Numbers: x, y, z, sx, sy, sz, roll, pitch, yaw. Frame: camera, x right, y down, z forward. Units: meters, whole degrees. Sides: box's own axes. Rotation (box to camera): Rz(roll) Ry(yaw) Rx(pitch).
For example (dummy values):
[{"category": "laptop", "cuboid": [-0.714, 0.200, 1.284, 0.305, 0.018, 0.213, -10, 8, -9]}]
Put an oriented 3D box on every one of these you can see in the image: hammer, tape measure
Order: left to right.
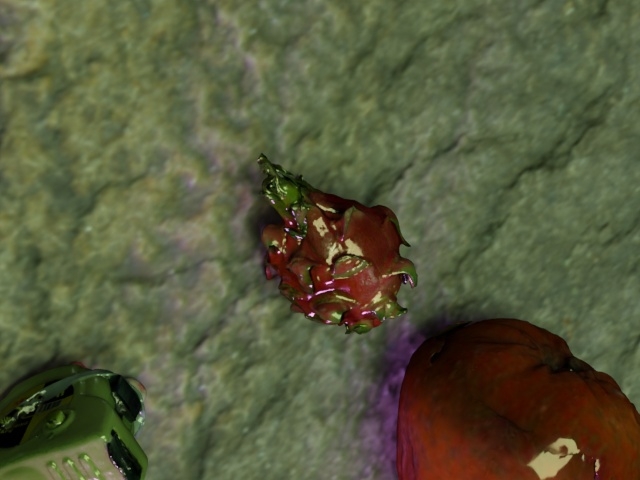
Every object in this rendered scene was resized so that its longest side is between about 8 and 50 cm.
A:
[{"category": "tape measure", "cuboid": [-0.251, 0.197, 1.580, 0.200, 0.175, 0.106, -24, 116, 19]}, {"category": "hammer", "cuboid": [-0.215, 0.147, 1.671, 0.083, 0.031, 0.052, 39, 81, -21]}]

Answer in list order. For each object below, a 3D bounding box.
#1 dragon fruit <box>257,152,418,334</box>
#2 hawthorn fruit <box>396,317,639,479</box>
[{"category": "dragon fruit", "cuboid": [0.000, -0.002, 1.678, 0.236, 0.137, 0.135, 45, 78, -24]}, {"category": "hawthorn fruit", "cuboid": [0.197, 0.243, 1.776, 0.276, 0.276, 0.307, 3, 121, -26]}]
